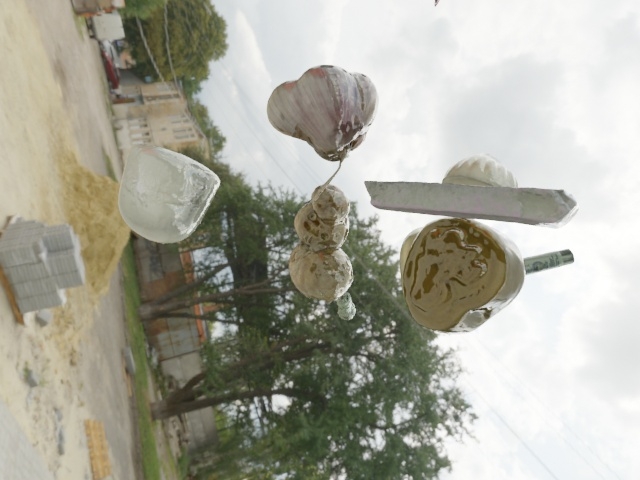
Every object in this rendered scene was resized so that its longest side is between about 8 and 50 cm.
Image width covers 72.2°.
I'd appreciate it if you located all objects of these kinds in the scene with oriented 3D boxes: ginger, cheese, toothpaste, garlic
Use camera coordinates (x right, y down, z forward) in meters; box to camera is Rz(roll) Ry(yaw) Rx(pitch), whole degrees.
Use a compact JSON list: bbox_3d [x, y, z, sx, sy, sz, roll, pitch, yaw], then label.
[{"bbox_3d":[0.000,0.000,1.171,0.244,0.155,0.304,-158,-112,-70],"label":"ginger"},{"bbox_3d":[-0.336,-0.091,0.941,0.154,0.198,0.189,128,-19,-72],"label":"cheese"},{"bbox_3d":[0.464,0.065,1.030,0.039,0.239,0.062,-80,154,-69],"label":"toothpaste"},{"bbox_3d":[0.002,-0.209,0.866,0.207,0.207,0.257,-138,-127,-58],"label":"garlic"}]

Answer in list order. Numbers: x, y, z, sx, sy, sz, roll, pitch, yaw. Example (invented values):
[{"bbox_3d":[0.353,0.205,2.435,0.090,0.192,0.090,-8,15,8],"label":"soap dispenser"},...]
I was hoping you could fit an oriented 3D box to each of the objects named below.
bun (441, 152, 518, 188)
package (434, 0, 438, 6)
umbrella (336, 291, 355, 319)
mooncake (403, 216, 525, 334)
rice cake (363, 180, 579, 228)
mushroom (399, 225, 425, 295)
[{"bbox_3d":[0.569,-0.219,1.524,0.175,0.263,0.263,-65,-164,-12],"label":"bun"},{"bbox_3d":[0.398,-0.818,1.451,0.029,0.059,0.083,32,3,6],"label":"package"},{"bbox_3d":[0.079,0.214,1.412,0.067,0.062,0.143,59,-8,31],"label":"umbrella"},{"bbox_3d":[0.264,0.057,0.866,0.234,0.117,0.235,-23,-120,47],"label":"mooncake"},{"bbox_3d":[0.225,-0.065,0.730,0.365,0.072,0.056,10,-89,42],"label":"rice cake"},{"bbox_3d":[0.439,0.128,1.655,0.353,0.325,0.353,9,-74,36],"label":"mushroom"}]
